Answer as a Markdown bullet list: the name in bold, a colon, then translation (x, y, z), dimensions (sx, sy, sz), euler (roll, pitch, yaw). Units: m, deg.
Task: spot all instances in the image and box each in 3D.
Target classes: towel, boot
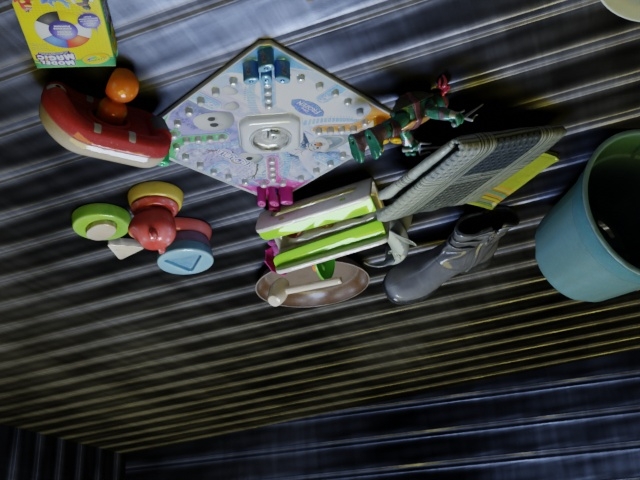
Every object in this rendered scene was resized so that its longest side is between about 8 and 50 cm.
- **towel**: translation (0.425, -0.139, 1.837), dimensions (0.102, 0.021, 0.237), euler (8, 150, -28)
- **towel**: translation (0.297, -0.145, 1.666), dimensions (0.312, 0.056, 0.324), euler (-13, 163, -34)
- **boot**: translation (0.312, 0.023, 1.995), dimensions (0.338, 0.118, 0.223), euler (-26, 158, -20)

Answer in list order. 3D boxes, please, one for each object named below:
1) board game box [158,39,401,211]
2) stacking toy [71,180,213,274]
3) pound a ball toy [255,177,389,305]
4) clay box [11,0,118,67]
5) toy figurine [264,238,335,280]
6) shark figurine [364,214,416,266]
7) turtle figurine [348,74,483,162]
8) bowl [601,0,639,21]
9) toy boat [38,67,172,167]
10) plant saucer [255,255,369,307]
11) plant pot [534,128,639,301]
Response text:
- **board game box**: translation (-0.097, -0.196, 1.579), dimensions (0.390, 0.050, 0.390), euler (-27, 147, 36)
- **stacking toy**: translation (-0.402, 0.011, 1.844), dimensions (0.279, 0.130, 0.309), euler (-13, 153, 13)
- **pound a ball toy**: translation (0.000, 0.000, 1.843), dimensions (0.319, 0.136, 0.208), euler (-17, 116, 15)
- **clay box**: translation (-0.387, -0.333, 1.236), dimensions (0.127, 0.053, 0.222), euler (-3, 153, -5)
- **toy figurine**: translation (-0.068, 0.028, 1.992), dimensions (0.159, 0.130, 0.173), euler (-7, 133, 23)
- **shark figurine**: translation (0.187, -0.013, 1.964), dimensions (0.166, 0.116, 0.278), euler (21, 155, 25)
- **turtle figurine**: translation (0.174, -0.217, 1.503), dimensions (0.234, 0.118, 0.175), euler (-24, 170, -20)
- **bowl**: translation (0.508, -0.447, 1.104), dimensions (0.297, 0.134, 0.298), euler (-4, 154, -2)
- **toy boat**: translation (-0.360, -0.228, 1.396), dimensions (0.231, 0.151, 0.151), euler (11, 119, -31)
- **plant saucer**: translation (-0.023, 0.103, 2.201), dimensions (0.310, 0.050, 0.311), euler (-6, 154, -3)
- **plant pot**: translation (0.664, -0.024, 1.814), dimensions (0.341, 0.341, 0.334), euler (0, 162, -12)
